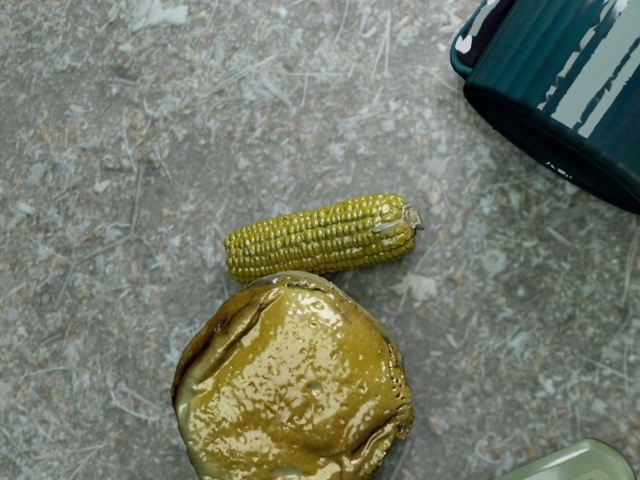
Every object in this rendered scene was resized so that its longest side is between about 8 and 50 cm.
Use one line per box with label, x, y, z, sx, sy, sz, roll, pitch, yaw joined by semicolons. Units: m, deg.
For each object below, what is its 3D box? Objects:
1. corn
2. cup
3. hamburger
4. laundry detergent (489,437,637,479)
corn;0.000;0.000;0.964;0.238;0.080;0.080;-10;75;22
cup;0.277;-0.210;0.815;0.308;0.242;0.292;35;95;21
hamburger;-0.027;0.151;0.895;0.244;0.163;0.245;0;86;6
laundry detergent;0.246;0.321;0.793;0.181;0.091;0.253;-27;70;8
